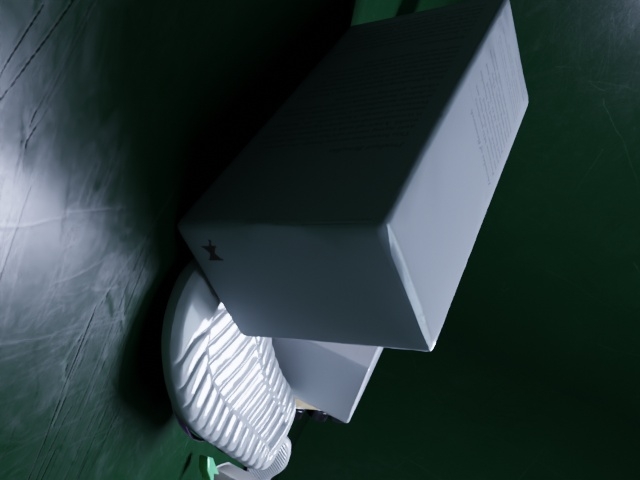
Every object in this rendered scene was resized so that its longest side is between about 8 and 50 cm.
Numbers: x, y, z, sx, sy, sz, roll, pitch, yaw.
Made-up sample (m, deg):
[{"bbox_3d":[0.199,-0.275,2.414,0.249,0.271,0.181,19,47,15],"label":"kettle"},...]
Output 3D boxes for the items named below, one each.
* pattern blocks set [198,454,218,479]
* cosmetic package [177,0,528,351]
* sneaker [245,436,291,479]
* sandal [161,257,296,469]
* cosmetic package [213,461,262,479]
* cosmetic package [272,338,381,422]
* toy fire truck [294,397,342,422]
[{"bbox_3d":[-0.228,0.517,1.042,0.285,0.026,0.325,74,27,-42],"label":"pattern blocks set"},{"bbox_3d":[0.072,-0.100,0.741,0.453,0.230,0.161,-57,135,-40],"label":"cosmetic package"},{"bbox_3d":[-0.147,0.613,1.892,0.282,0.102,0.161,-59,180,37],"label":"sneaker"},{"bbox_3d":[-0.130,0.174,0.805,0.416,0.102,0.169,78,33,-47],"label":"sandal"},{"bbox_3d":[-0.229,0.653,1.402,0.296,0.129,0.153,-63,169,-12],"label":"cosmetic package"},{"bbox_3d":[-0.005,0.119,1.006,0.224,0.224,0.138,-55,166,-50],"label":"cosmetic package"},{"bbox_3d":[-0.024,0.321,1.660,0.217,0.246,0.158,15,111,-37],"label":"toy fire truck"}]
